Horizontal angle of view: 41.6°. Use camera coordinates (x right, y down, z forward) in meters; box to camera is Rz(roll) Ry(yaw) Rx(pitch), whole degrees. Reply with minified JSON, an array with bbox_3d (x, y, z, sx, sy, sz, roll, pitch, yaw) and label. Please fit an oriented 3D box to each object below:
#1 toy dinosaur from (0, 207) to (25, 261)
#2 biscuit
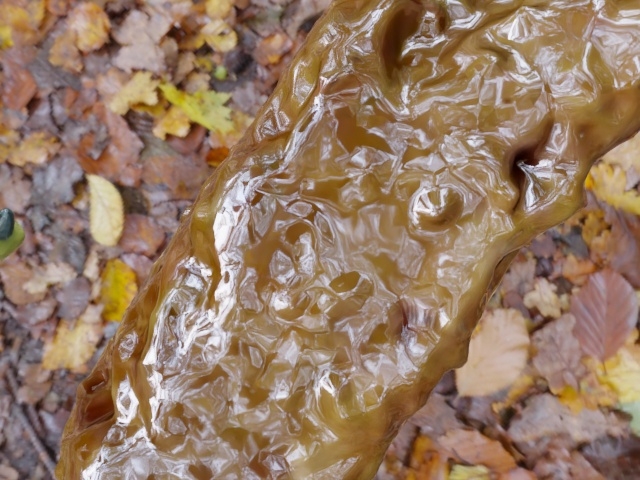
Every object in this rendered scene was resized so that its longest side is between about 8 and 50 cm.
[{"bbox_3d":[-0.286,0.017,0.412,0.153,0.259,0.094,-39,65,27],"label":"toy dinosaur"},{"bbox_3d":[0.000,0.000,0.545,0.166,0.343,0.395,35,97,-5],"label":"biscuit"}]
